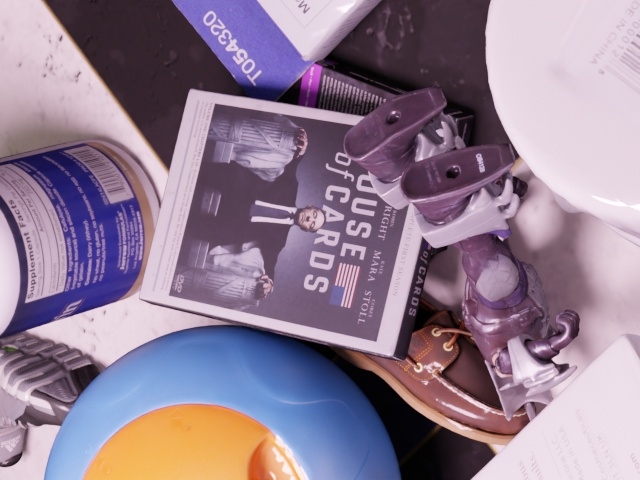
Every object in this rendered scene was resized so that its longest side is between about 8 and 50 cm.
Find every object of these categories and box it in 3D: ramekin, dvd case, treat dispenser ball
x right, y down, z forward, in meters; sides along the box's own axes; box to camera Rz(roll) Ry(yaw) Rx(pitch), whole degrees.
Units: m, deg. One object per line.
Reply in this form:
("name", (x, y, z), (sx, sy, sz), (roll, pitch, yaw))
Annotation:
("ramekin", (0.241, -0.126, 1.210), (0.277, 0.135, 0.277), (-4, 82, 31))
("dvd case", (-0.021, -0.016, 1.479), (0.239, 0.029, 0.179), (11, 85, 31))
("treat dispenser ball", (-0.078, 0.211, 1.509), (0.288, 0.288, 0.288), (11, 108, 37))

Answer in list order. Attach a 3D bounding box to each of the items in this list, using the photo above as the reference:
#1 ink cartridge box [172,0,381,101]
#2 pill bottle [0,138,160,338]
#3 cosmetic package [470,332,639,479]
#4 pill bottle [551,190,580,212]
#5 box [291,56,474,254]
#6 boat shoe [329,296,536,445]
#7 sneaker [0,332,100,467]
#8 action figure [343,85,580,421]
("ink cartridge box", (-0.055, -0.311, 1.447), (0.324, 0.071, 0.330), (50, 120, 5))
("pill bottle", (-0.276, 0.006, 1.633), (0.153, 0.265, 0.153), (11, 108, 37))
("cosmetic package", (0.180, 0.269, 1.326), (0.453, 0.230, 0.161), (-50, 44, 37))
("pill bottle", (0.222, -0.053, 1.341), (0.116, 0.065, 0.065), (-12, 93, 41))
("box", (0.042, -0.070, 1.509), (0.162, 0.029, 0.116), (25, 116, 34))
("boat shoe", (0.084, 0.086, 1.485), (0.207, 0.073, 0.073), (30, 120, 30))
("sneaker", (-0.280, 0.165, 1.809), (0.229, 0.086, 0.132), (23, 121, 44))
("action figure", (0.122, 0.015, 1.346), (0.099, 0.285, 0.185), (-29, 50, 5))
